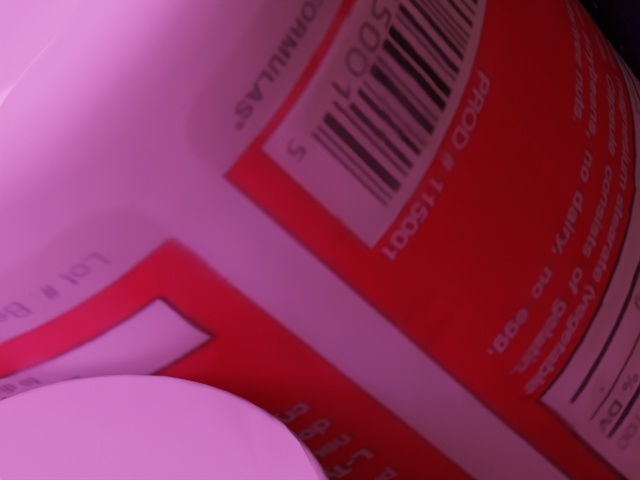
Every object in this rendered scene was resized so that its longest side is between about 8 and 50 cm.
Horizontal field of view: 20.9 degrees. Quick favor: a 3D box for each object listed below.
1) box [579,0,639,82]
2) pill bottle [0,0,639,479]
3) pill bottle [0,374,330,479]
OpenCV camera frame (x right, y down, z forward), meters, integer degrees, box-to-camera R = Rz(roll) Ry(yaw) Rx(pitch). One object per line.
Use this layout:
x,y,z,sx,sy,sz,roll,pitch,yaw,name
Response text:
0.130,-0.075,0.709,0.225,0.037,0.136,64,-2,-2,box
0.000,0.000,0.572,0.408,0.229,0.229,42,47,-45,pill bottle
-0.038,0.170,0.455,0.152,0.152,0.272,-55,150,-44,pill bottle
